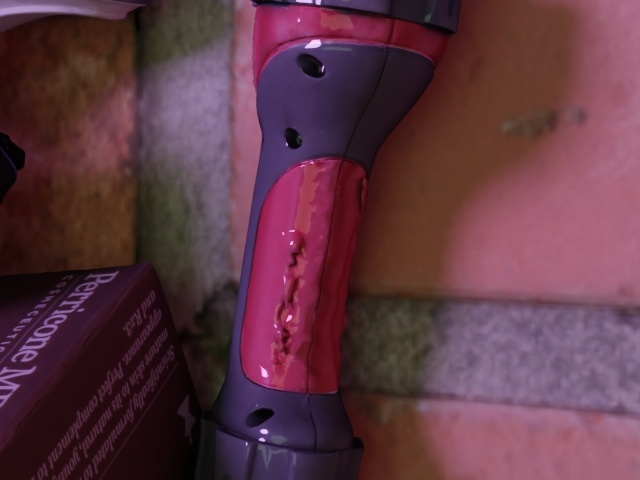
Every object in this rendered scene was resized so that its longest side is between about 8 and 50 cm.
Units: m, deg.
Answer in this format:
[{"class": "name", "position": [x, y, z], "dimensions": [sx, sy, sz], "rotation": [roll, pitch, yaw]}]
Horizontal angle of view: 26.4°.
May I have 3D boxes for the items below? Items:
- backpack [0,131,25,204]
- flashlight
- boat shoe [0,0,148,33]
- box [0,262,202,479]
[{"class": "backpack", "position": [-0.264, -0.044, 0.682], "dimensions": [0.173, 0.158, 0.117], "rotation": [1, 55, 23]}, {"class": "flashlight", "position": [0.000, 0.000, 0.654], "dimensions": [0.103, 0.103, 0.304], "rotation": [10, 93, 25]}, {"class": "boat shoe", "position": [-0.212, -0.125, 0.729], "dimensions": [0.258, 0.095, 0.084], "rotation": [5, 99, 12]}, {"class": "box", "position": [-0.268, 0.124, 0.691], "dimensions": [0.381, 0.191, 0.143], "rotation": [-4, 116, 19]}]
